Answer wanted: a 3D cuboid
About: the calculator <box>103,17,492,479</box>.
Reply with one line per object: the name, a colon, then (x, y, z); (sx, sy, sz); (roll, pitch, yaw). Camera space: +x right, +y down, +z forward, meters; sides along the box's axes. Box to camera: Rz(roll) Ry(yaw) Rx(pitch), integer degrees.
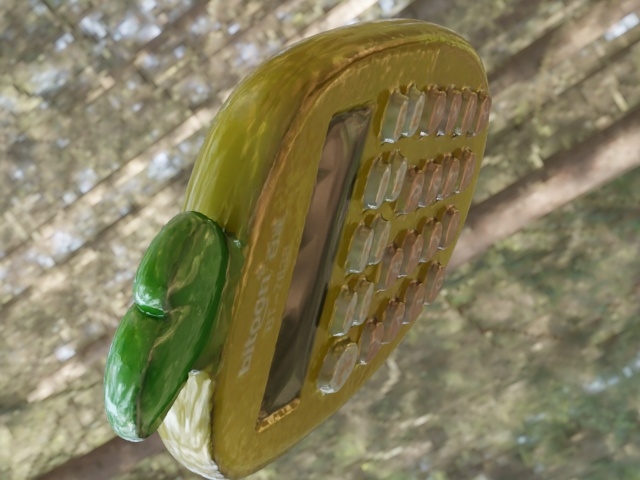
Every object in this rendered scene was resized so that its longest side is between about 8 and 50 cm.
calculator: (0.000, 0.000, 0.496); (0.032, 0.146, 0.235); (22, -159, 23)
